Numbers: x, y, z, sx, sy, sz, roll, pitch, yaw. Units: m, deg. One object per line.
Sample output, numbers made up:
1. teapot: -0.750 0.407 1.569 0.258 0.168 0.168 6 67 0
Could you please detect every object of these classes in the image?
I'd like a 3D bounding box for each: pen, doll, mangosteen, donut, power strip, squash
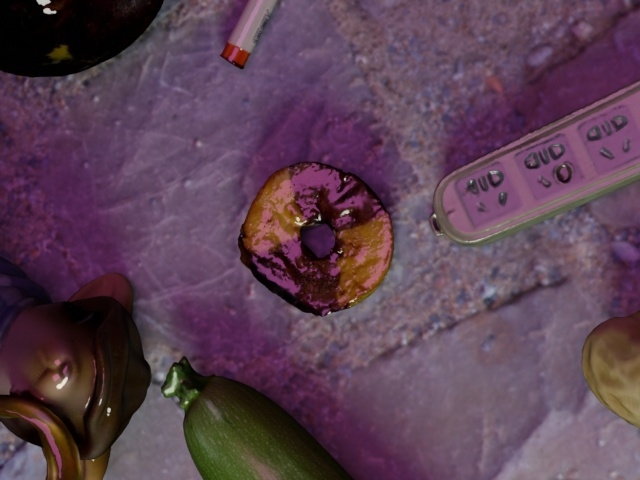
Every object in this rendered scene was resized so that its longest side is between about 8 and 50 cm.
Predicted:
1. pen: -0.028 -0.267 1.802 0.028 0.028 0.239 27 92 14
2. doll: -0.317 0.092 1.725 0.340 0.209 0.317 19 74 -1
3. mangosteen: -0.257 -0.262 1.778 0.265 0.228 0.228 20 90 54
4. donut: 0.000 0.000 1.756 0.140 0.059 0.140 -1 84 14
5. power strip: 0.221 -0.072 1.719 0.286 0.048 0.080 -24 79 11
6. squash: 0.006 0.250 1.709 0.395 0.107 0.107 43 95 12

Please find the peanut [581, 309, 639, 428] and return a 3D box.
1. peanut: 0.376 0.103 1.622 0.325 0.140 0.153 -1 127 20
